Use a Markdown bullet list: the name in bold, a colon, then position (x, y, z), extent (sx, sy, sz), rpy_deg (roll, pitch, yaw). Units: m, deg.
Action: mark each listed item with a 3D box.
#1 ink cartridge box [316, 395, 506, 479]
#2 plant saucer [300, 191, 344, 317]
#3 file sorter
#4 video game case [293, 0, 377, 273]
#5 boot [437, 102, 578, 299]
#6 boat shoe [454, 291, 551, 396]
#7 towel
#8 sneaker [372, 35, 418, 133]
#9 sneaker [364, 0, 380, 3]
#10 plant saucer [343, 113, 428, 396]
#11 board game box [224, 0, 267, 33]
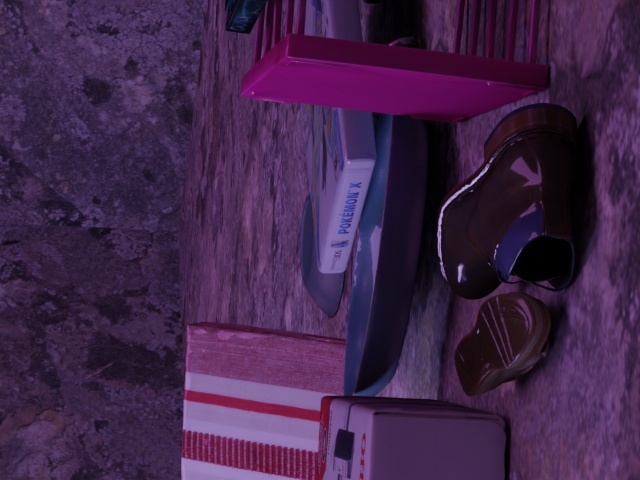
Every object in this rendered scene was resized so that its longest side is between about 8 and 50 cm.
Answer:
- **ink cartridge box**: position (0.069, 0.237, 1.601), extent (0.273, 0.114, 0.197), rpy_deg (166, 108, -80)
- **plant saucer**: position (0.000, 0.000, 2.344), extent (0.195, 0.037, 0.195), rpy_deg (-178, 90, -81)
- **file sorter**: position (0.058, -0.209, 1.544), extent (0.291, 0.202, 0.182), rpy_deg (171, 104, -81)
- **video game case**: position (0.009, -0.170, 1.994), extent (0.300, 0.036, 0.329), rpy_deg (103, 162, -67)
- **boot**: position (0.134, 0.006, 1.372), extent (0.219, 0.082, 0.106), rpy_deg (108, 165, -53)
- **boat shoe**: position (0.146, 0.077, 1.410), extent (0.153, 0.048, 0.056), rpy_deg (117, 140, -61)
- **towel**: position (-0.054, 0.264, 2.129), extent (0.037, 0.237, 0.329), rpy_deg (-7, -79, -60)
- **sneaker**: position (0.082, -0.154, 1.892), extent (0.057, 0.047, 0.119), rpy_deg (60, 154, 32)
- **sneaker**: position (0.025, -0.353, 2.093), extent (0.084, 0.097, 0.234), rpy_deg (102, 167, -48)
- **plant saucer**: position (0.064, 0.008, 1.814), extent (0.317, 0.044, 0.317), rpy_deg (-172, 90, -87)
- **board game box**: position (-0.051, -0.254, 1.535), extent (0.186, 0.026, 0.126), rpy_deg (138, 137, -77)
